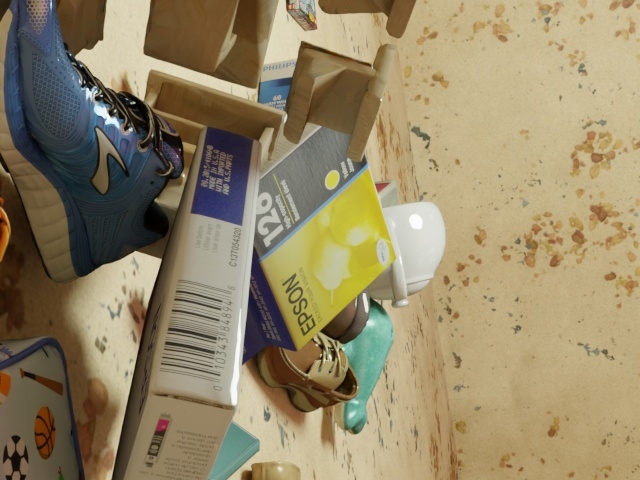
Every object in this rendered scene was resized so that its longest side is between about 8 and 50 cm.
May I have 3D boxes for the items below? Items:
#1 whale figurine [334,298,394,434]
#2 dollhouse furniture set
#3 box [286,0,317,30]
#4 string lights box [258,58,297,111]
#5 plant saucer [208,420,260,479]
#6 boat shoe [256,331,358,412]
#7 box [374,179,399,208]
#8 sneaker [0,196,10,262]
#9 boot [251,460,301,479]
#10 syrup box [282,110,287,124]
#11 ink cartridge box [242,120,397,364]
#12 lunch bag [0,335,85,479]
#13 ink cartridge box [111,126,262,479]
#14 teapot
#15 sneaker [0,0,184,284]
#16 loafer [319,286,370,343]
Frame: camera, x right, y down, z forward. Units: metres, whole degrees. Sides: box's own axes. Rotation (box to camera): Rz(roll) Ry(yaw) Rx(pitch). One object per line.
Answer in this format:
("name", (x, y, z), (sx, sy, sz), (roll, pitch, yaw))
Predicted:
("whale figurine", (0.076, 0.235, 1.849), (0.216, 0.141, 0.272), (51, 33, -65))
("dollhouse furniture set", (-0.109, -0.207, 0.958), (0.256, 0.362, 0.394), (-74, -179, -53))
("box", (-0.040, -0.493, 1.938), (0.137, 0.027, 0.094), (21, 62, -73))
("string lights box", (-0.056, -0.171, 1.645), (0.133, 0.076, 0.260), (59, 28, -55))
("plant saucer", (-0.130, 0.270, 1.214), (0.018, 0.067, 0.192), (-58, 170, 10))
("boat shoe", (-0.015, 0.194, 1.568), (0.324, 0.120, 0.123), (56, 31, -61))
("box", (0.097, -0.040, 2.079), (0.232, 0.126, 0.149), (-39, 121, -73))
("sneaker", (-0.276, -0.016, 0.730), (0.084, 0.083, 0.215), (59, 24, -52))
("boot", (-0.042, 0.481, 1.414), (0.236, 0.089, 0.269), (72, 12, -66))
("syrup box", (-0.098, -0.088, 1.418), (0.237, 0.093, 0.096), (-79, 158, -48))
("ink cartridge box", (-0.042, 0.005, 1.308), (0.307, 0.072, 0.304), (-44, 138, -24))
("lunch bag", (-0.247, 0.227, 0.690), (0.243, 0.115, 0.303), (-32, 116, -80))
("ink cartridge box", (-0.132, 0.121, 0.832), (0.324, 0.071, 0.330), (-91, -160, -51))
("teapot", (0.133, 0.037, 1.817), (0.256, 0.252, 0.187), (-7, 84, -44))
("sneaker", (-0.199, -0.102, 0.803), (0.330, 0.147, 0.130), (87, -17, -53))
("loafer", (0.000, 0.000, 1.668), (0.130, 0.134, 0.366), (19, 45, -34))
